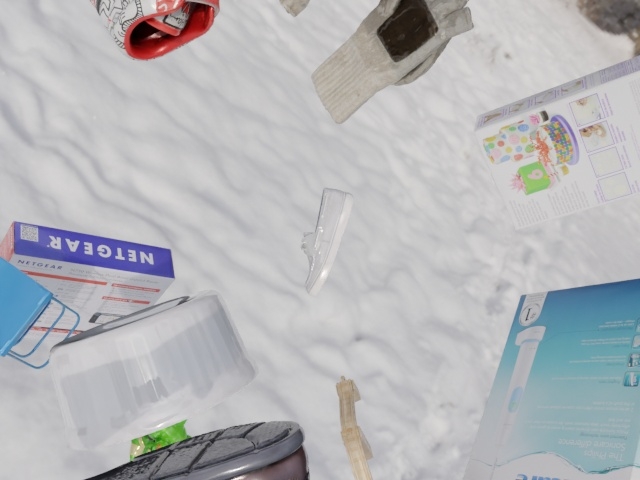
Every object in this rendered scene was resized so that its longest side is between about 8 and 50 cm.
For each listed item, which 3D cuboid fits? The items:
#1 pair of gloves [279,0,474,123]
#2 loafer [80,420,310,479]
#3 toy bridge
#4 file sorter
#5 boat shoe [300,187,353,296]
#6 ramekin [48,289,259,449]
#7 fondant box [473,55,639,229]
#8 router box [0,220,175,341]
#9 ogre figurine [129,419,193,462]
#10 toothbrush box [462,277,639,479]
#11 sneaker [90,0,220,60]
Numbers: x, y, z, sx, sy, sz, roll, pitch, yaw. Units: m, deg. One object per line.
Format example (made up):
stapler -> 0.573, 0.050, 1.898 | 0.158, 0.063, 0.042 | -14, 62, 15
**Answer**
pair of gloves -> 0.046, -0.275, 0.791 | 0.042, 0.204, 0.240 | 2, 65, -57
loafer -> -0.141, 0.212, 0.524 | 0.109, 0.303, 0.095 | -17, 88, -82
toy bridge -> 0.043, 0.237, 0.850 | 0.063, 0.026, 0.188 | 65, 8, -46
file sorter -> -0.499, 0.116, 1.190 | 0.170, 0.118, 0.104 | 27, -17, 29
boat shoe -> 0.000, 0.000, 1.218 | 0.063, 0.184, 0.066 | 19, 2, -4
ramekin -> -0.237, 0.168, 1.016 | 0.277, 0.277, 0.135 | -24, 96, -68
fondant box -> 0.496, -0.181, 1.412 | 0.238, 0.330, 0.096 | 61, 27, -22
router box -> -0.525, 0.106, 1.543 | 0.335, 0.301, 0.082 | 13, 47, -37
ogre figurine -> -0.273, 0.306, 1.178 | 0.097, 0.118, 0.197 | -44, 119, -55
toothbrush box -> 0.307, 0.202, 0.826 | 0.126, 0.216, 0.295 | 39, 60, -22
sneaker -> -0.101, -0.271, 0.620 | 0.090, 0.270, 0.145 | 2, 58, -56
